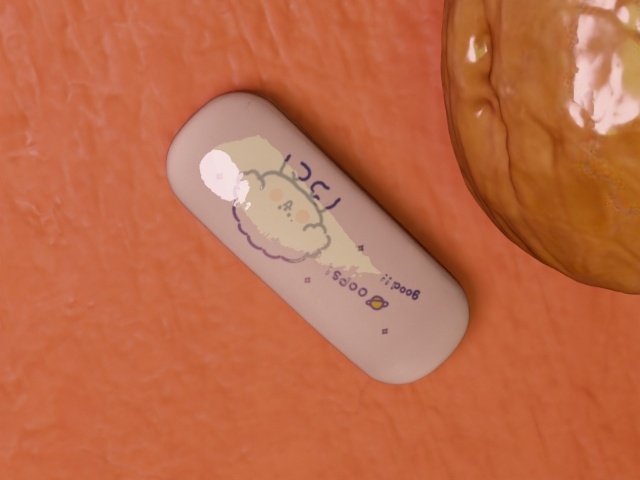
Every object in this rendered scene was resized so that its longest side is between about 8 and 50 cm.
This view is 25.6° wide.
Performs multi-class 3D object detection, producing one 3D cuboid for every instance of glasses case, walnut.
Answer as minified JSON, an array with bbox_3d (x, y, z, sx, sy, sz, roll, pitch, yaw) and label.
[{"bbox_3d":[0.000,0.000,0.777,0.076,0.049,0.197,-45,102,6],"label":"glasses case"},{"bbox_3d":[0.151,-0.088,0.696,0.195,0.195,0.221,-10,104,-3],"label":"walnut"}]
